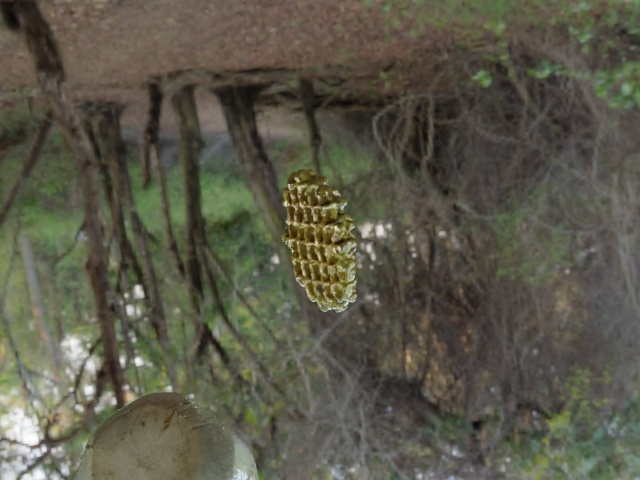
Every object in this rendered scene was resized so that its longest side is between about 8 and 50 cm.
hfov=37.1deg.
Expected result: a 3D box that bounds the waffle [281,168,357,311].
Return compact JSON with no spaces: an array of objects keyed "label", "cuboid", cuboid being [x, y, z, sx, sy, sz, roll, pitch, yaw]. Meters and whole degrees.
[{"label":"waffle","cuboid":[-0.002,0.000,1.233,0.038,0.191,0.191,-16,-172,-27]}]

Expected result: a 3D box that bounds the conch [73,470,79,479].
[{"label":"conch","cuboid":[-0.415,0.485,1.968,0.121,0.221,0.185,29,153,14]}]

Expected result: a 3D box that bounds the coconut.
[{"label":"coconut","cuboid":[-0.214,0.350,1.360,0.244,0.245,0.247,-8,148,5]}]
